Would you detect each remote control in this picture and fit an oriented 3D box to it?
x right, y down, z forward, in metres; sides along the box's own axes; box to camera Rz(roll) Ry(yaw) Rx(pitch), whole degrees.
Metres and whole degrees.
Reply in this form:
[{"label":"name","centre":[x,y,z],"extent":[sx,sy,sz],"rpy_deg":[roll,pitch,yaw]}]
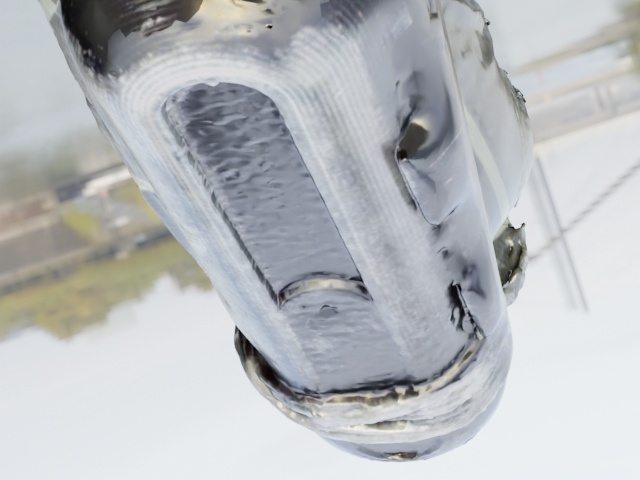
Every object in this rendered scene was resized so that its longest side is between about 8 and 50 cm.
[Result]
[{"label":"remote control","centre":[0.000,0.000,0.476],"extent":[0.090,0.066,0.266],"rpy_deg":[5,147,18]}]

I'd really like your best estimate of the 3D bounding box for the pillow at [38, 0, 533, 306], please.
[{"label":"pillow","centre":[0.000,-0.066,0.630],"extent":[0.092,0.335,0.161],"rpy_deg":[28,-111,40]}]
